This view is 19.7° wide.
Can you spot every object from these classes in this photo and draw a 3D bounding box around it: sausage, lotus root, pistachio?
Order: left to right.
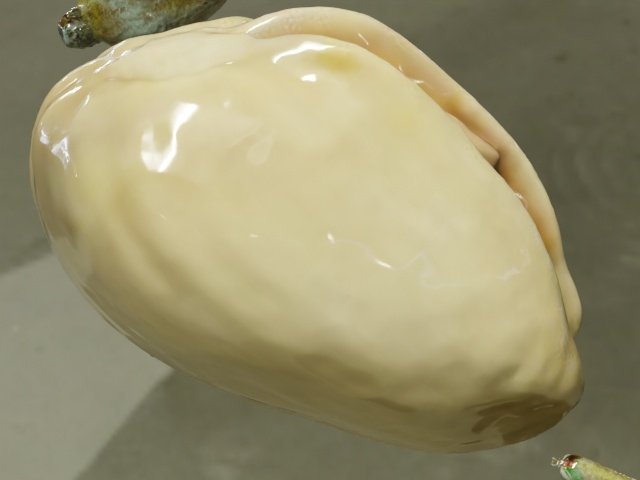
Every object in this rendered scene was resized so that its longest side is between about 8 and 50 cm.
[{"bbox_3d":[-0.179,-0.251,1.868,0.192,0.113,0.088,-29,-1,-6],"label":"lotus root"},{"bbox_3d":[0.000,0.000,0.965,0.318,0.214,0.193,33,24,-11],"label":"pistachio"},{"bbox_3d":[0.348,0.269,1.796,0.269,0.033,0.033,25,27,1],"label":"sausage"}]
